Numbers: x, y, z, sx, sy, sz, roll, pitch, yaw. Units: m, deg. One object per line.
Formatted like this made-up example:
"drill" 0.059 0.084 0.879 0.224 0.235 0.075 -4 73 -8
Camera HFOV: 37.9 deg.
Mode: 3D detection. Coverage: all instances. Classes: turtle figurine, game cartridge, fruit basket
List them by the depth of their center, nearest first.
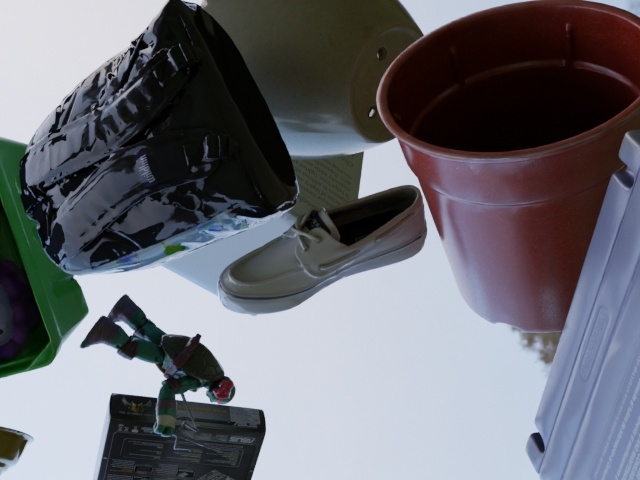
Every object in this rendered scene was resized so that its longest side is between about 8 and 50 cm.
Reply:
"game cartridge" 0.267 0.120 0.744 0.068 0.355 0.230 -3 -146 -17
"turtle figurine" -0.197 0.174 1.247 0.234 0.118 0.175 38 -175 -2
"fruit basket" -0.556 0.042 1.343 0.392 0.283 0.392 49 -147 -47

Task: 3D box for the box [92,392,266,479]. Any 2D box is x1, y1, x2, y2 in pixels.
"box" -0.213 0.324 1.390 0.231 0.183 0.056 9 -150 -15

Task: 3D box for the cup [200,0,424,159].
"cup" 0.015 -0.250 1.328 0.331 0.237 0.331 -23 -54 -37

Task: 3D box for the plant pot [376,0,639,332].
"plant pot" 0.218 -0.064 0.969 0.272 0.272 0.265 -58 -37 -38

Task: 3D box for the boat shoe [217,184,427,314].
"boat shoe" 0.000 0.000 1.059 0.258 0.095 0.084 -23 -43 -16

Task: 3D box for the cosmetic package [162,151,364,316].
"cosmetic package" -0.138 -0.134 1.871 0.329 0.327 0.394 32 -134 -24

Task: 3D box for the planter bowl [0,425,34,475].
"planter bowl" -0.447 0.266 1.074 0.217 0.217 0.090 19 -118 -38

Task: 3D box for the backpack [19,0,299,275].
"backpack" -0.221 -0.090 1.188 0.290 0.355 0.273 64 -162 7
